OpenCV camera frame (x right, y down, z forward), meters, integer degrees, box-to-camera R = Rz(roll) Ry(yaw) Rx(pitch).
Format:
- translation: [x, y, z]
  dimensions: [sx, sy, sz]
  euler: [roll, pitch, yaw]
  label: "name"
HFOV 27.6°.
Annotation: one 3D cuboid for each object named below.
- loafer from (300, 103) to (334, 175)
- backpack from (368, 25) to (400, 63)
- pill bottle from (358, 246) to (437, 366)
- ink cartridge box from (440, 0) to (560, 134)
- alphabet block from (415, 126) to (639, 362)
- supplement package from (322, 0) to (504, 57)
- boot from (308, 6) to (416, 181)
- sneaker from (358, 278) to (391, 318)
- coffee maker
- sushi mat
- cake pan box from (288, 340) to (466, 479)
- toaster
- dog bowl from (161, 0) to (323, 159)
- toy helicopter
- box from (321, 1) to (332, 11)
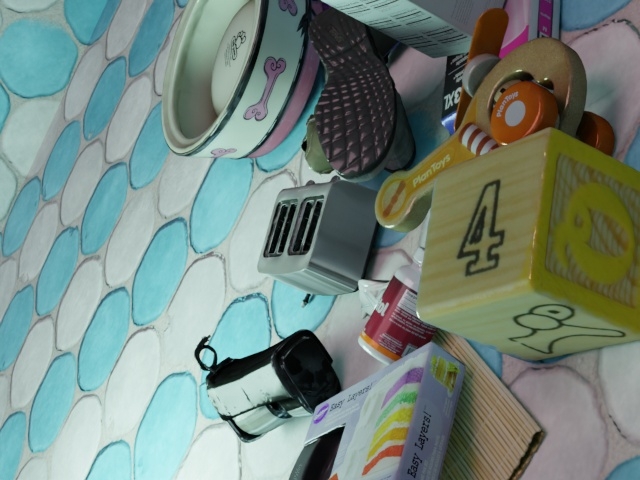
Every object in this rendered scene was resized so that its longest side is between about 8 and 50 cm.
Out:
- translation: [0.005, -0.159, 2.020]
  dimensions: [0.087, 0.094, 0.251]
  euler: [-44, 7, 9]
  label: "loafer"
- translation: [0.094, -0.392, 2.087]
  dimensions: [0.158, 0.117, 0.173]
  euler: [-43, 34, 36]
  label: "backpack"
- translation: [0.120, 0.088, 1.701]
  dimensions: [0.152, 0.086, 0.086]
  euler: [-61, 29, 7]
  label: "pill bottle"
- translation: [0.250, -0.270, 1.798]
  dimensions: [0.176, 0.069, 0.371]
  euler: [-27, 51, 50]
  label: "ink cartridge box"
- translation: [0.248, 0.012, 1.470]
  dimensions: [0.197, 0.192, 0.193]
  euler: [-20, 56, 52]
  label: "alphabet block"
- translation: [0.142, -0.383, 1.783]
  dimensions: [0.149, 0.203, 0.194]
  euler: [1, 71, 60]
  label: "supplement package"
- translation: [0.083, -0.166, 1.857]
  dimensions: [0.118, 0.222, 0.338]
  euler: [-17, 47, 16]
  label: "boot"
- translation: [0.104, 0.084, 1.813]
  dimensions: [0.152, 0.054, 0.061]
  euler: [-4, 82, 61]
  label: "sneaker"
- translation: [-0.082, 0.202, 1.910]
  dimensions: [0.178, 0.171, 0.120]
  euler: [-30, 29, 45]
  label: "coffee maker"
- translation: [0.168, 0.214, 1.638]
  dimensions: [0.151, 0.019, 0.316]
  euler: [-59, 30, 13]
  label: "sushi mat"
- translation: [0.056, 0.278, 1.630]
  dimensions: [0.267, 0.070, 0.245]
  euler: [-35, 24, 45]
  label: "cake pan box"
- translation: [0.000, 0.000, 1.975]
  dimensions: [0.168, 0.110, 0.185]
  euler: [-4, 67, 59]
  label: "toaster"
- translation: [-0.138, -0.330, 2.362]
  dimensions: [0.408, 0.150, 0.408]
  euler: [-39, 43, 49]
  label: "dog bowl"
- translation: [0.192, -0.135, 1.668]
  dimensions: [0.355, 0.140, 0.235]
  euler: [-38, 49, 36]
  label: "toy helicopter"
- translation: [0.000, -0.420, 2.351]
  dimensions: [0.116, 0.029, 0.162]
  euler: [-62, 28, 10]
  label: "box"
